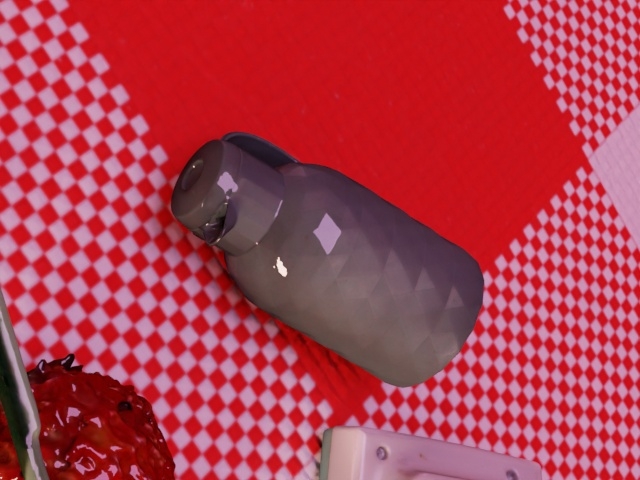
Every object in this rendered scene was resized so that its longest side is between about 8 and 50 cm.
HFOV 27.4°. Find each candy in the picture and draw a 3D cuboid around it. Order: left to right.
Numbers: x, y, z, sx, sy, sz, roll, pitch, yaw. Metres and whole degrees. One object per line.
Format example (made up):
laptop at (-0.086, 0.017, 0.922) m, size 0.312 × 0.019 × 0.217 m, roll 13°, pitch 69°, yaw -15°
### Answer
candy at (-0.259, -0.016, 0.944) m, size 0.119 × 0.119 × 0.440 m, roll -10°, pitch 80°, yaw -41°

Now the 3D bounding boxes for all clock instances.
clock at (0.107, 0.311, 1.188) m, size 0.231 × 0.116 × 0.262 m, roll 18°, pitch 67°, yaw -35°

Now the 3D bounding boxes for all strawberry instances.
strawberry at (-0.162, 0.202, 0.995) m, size 0.237 × 0.111 × 0.190 m, roll 56°, pitch 49°, yaw -15°

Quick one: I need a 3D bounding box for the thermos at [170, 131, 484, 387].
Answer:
thermos at (0.000, 0.000, 1.166) m, size 0.286 × 0.145 × 0.182 m, roll 33°, pitch 28°, yaw -28°
